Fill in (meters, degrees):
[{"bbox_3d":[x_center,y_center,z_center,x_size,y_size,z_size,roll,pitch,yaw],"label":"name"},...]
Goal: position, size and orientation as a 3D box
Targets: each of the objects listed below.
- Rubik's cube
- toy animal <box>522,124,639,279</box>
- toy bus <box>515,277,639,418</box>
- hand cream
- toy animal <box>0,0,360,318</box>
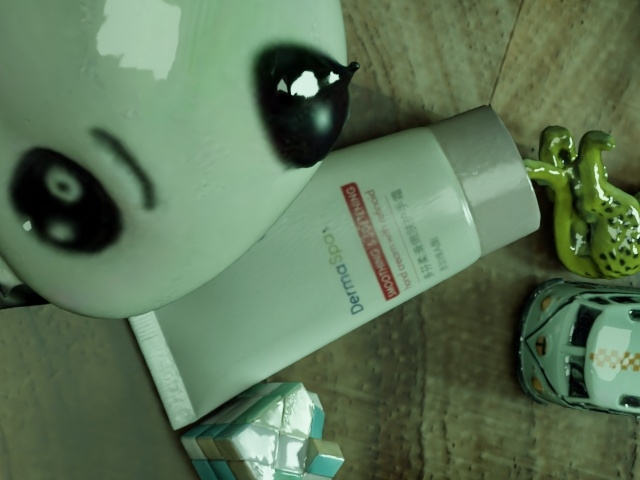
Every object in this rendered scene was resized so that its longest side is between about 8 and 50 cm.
[{"bbox_3d":[-0.026,0.125,1.115,0.084,0.075,0.073,-30,101,-15],"label":"Rubik's cube"},{"bbox_3d":[0.207,-0.016,1.187,0.181,0.073,0.136,-18,108,-20],"label":"toy animal"},{"bbox_3d":[0.222,0.073,1.188,0.194,0.089,0.087,7,92,-18],"label":"toy bus"},{"bbox_3d":[0.000,0.000,1.119,0.248,0.083,0.133,-25,98,-5],"label":"hand cream"},{"bbox_3d":[-0.107,-0.094,0.929,0.251,0.310,0.251,2,84,-23],"label":"toy animal"}]
